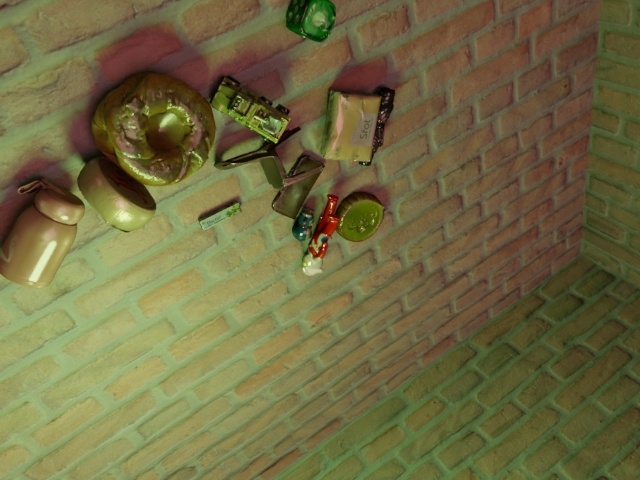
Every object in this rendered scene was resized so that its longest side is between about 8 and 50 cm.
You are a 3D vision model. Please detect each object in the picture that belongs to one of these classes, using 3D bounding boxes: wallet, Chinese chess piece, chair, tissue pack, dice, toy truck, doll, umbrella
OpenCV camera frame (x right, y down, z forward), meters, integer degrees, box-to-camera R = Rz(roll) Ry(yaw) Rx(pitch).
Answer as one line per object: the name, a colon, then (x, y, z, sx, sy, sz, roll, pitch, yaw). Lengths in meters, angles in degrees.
wallet: (-0.090, -0.212, 2.179, 0.137, 0.031, 0.255, 22, 103, -42)
Chinese chess piece: (-0.620, -0.142, 1.693, 0.103, 0.250, 0.249, -41, 135, 8)
chair: (-0.188, -0.257, 1.961, 0.326, 0.175, 0.183, -29, 102, -20)
tissue pack: (0.110, -0.435, 2.103, 0.214, 0.123, 0.257, -2, 115, -27)
dice: (-0.033, -0.735, 1.819, 0.128, 0.120, 0.131, 9, 110, -37)
toy truck: (-0.230, -0.431, 1.813, 0.259, 0.135, 0.128, 31, 100, -9)
doll: (-0.068, -0.059, 2.247, 0.085, 0.114, 0.152, 18, 122, -2)
umbrella: (0.221, -0.447, 2.207, 0.090, 0.094, 0.326, 6, 115, -22)
doll: (0.000, 0.000, 2.286, 0.098, 0.188, 0.384, 10, 129, -10)

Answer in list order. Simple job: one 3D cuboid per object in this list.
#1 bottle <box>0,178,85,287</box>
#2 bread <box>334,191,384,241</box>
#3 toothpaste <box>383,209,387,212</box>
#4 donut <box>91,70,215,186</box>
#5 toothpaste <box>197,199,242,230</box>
bottle: (-0.850, -0.027, 1.669, 0.206, 0.173, 0.297, 32, 99, -9)
bread: (0.169, -0.101, 2.405, 0.236, 0.070, 0.236, -16, 125, -24)
toothpaste: (0.262, -0.117, 2.504, 0.083, 0.015, 0.024, -28, 132, -11)
donut: (-0.506, -0.339, 1.701, 0.360, 0.170, 0.361, -15, 117, -33)
toothpaste: (-0.371, -0.094, 2.052, 0.164, 0.034, 0.046, -29, 128, -17)
